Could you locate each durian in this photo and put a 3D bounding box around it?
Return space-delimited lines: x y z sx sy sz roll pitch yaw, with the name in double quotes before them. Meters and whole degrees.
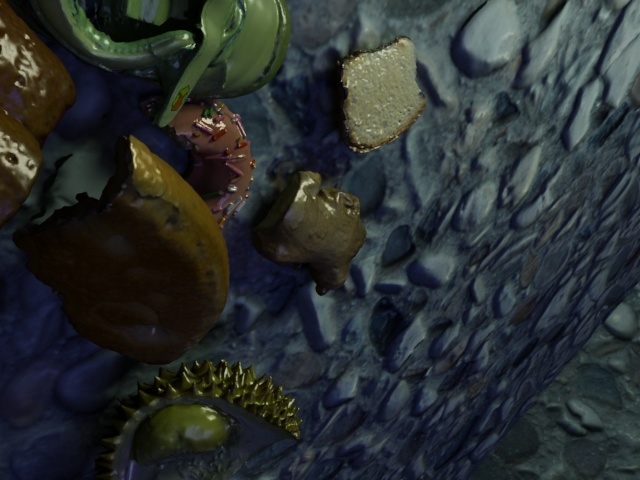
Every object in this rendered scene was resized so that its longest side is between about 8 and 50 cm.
"durian" -0.178 0.247 0.729 0.306 0.166 0.172 -37 171 -3

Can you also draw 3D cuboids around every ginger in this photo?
"ginger" 0.003 -0.004 0.784 0.137 0.074 0.213 -43 137 7

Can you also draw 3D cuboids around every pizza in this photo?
"pizza" -0.182 0.032 0.591 0.182 0.074 0.365 -1 146 -2

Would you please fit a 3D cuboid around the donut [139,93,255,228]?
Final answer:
"donut" -0.116 -0.077 0.621 0.117 0.065 0.166 -23 136 -26

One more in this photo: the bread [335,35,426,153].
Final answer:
"bread" 0.068 -0.180 0.726 0.129 0.044 0.126 -27 129 -20

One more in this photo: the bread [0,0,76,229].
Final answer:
"bread" -0.266 -0.061 0.362 0.247 0.232 0.135 -63 150 -33

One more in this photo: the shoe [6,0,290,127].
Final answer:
"shoe" -0.131 -0.178 0.487 0.262 0.128 0.140 11 119 -41
